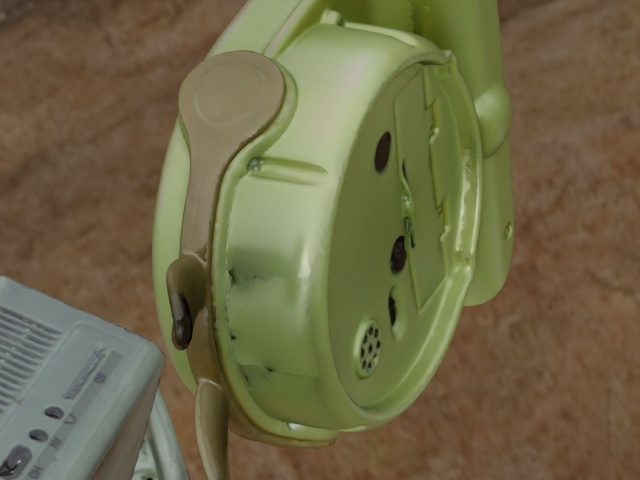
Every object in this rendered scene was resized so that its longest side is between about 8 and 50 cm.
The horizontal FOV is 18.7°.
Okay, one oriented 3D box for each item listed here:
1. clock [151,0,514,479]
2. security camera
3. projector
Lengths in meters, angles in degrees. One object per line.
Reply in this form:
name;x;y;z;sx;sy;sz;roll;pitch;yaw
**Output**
clock;0.000;0.000;0.707;0.069;0.170;0.232;10;38;25
security camera;-0.131;0.248;1.603;0.080;0.157;0.301;-14;64;-10
projector;-0.097;0.096;0.468;0.061;0.147;0.115;25;38;6
